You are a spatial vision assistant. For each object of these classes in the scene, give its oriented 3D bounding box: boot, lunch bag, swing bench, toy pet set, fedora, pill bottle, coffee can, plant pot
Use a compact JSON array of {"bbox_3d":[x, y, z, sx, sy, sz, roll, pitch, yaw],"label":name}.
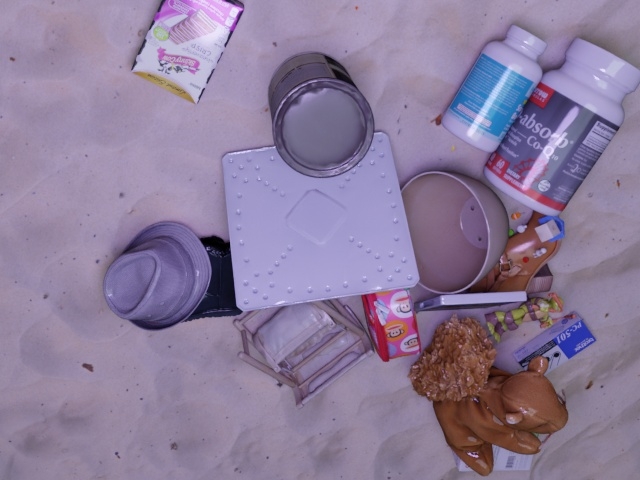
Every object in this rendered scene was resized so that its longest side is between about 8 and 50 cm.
[{"bbox_3d":[0.481,0.016,1.819,0.220,0.109,0.283,-2,123,-1],"label":"boot"},{"bbox_3d":[0.151,0.110,1.688,0.120,0.293,0.258,-14,135,0],"label":"lunch bag"},{"bbox_3d":[-0.043,0.249,1.828,0.253,0.165,0.255,-38,119,11],"label":"swing bench"},{"bbox_3d":[-0.302,0.090,1.754,0.246,0.094,0.207,-3,119,-11],"label":"boot"},{"bbox_3d":[0.523,-0.025,1.733,0.114,0.065,0.122,-30,86,49],"label":"toy pet set"},{"bbox_3d":[-0.402,0.089,1.668,0.275,0.124,0.244,-35,77,21],"label":"fedora"},{"bbox_3d":[0.549,-0.255,1.627,0.210,0.210,0.363,23,110,-16],"label":"pill bottle"},{"bbox_3d":[-0.008,-0.274,1.517,0.201,0.275,0.202,-3,116,-6],"label":"coffee can"},{"bbox_3d":[0.395,-0.341,1.603,0.146,0.146,0.264,24,111,-16],"label":"pill bottle"},{"bbox_3d":[0.336,-0.030,1.702,0.191,0.284,0.284,-12,122,-41],"label":"plant pot"}]

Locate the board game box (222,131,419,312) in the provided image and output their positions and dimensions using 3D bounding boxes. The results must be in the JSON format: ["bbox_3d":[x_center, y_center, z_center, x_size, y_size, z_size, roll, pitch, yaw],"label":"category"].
[{"bbox_3d":[-0.008,-0.044,1.603,0.389,0.390,0.050,-8,155,-2],"label":"board game box"}]

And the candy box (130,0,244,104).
[{"bbox_3d":[-0.283,-0.431,1.525,0.159,0.071,0.233,24,111,-17],"label":"candy box"}]

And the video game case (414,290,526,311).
[{"bbox_3d":[0.361,0.153,1.777,0.204,0.285,0.025,-2,82,-6],"label":"video game case"}]

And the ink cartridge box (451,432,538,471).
[{"bbox_3d":[0.505,0.581,2.081,0.219,0.092,0.160,3,114,-7],"label":"ink cartridge box"}]

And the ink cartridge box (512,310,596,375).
[{"bbox_3d":[0.648,0.296,1.989,0.207,0.046,0.097,-37,115,11],"label":"ink cartridge box"}]

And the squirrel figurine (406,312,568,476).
[{"bbox_3d":[0.421,0.383,1.815,0.397,0.370,0.281,40,71,1],"label":"squirrel figurine"}]

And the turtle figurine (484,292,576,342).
[{"bbox_3d":[0.544,0.187,1.879,0.217,0.087,0.269,-23,157,14],"label":"turtle figurine"}]
